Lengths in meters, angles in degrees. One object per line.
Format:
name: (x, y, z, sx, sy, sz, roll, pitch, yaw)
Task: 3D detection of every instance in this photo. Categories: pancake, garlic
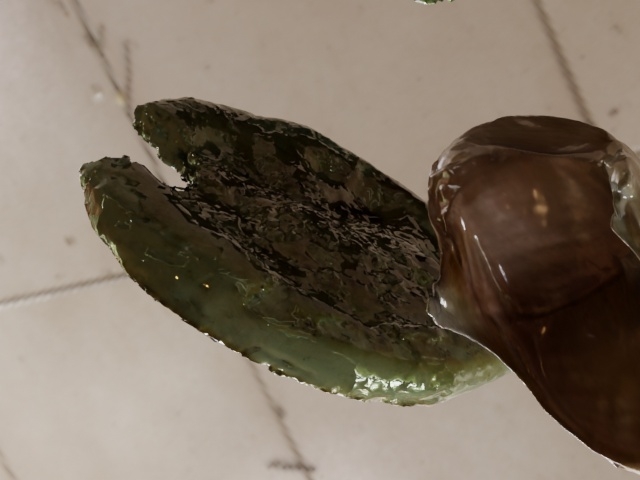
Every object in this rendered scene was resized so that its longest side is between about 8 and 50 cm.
pancake: (0.000, 0.000, 0.801, 0.254, 0.253, 0.037, 33, 114, 14)
garlic: (0.111, 0.024, 0.637, 0.099, 0.124, 0.174, -30, 86, 18)

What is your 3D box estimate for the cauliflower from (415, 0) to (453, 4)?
cauliflower: (0.143, -0.268, 0.990, 0.250, 0.272, 0.275, 36, 136, -29)
